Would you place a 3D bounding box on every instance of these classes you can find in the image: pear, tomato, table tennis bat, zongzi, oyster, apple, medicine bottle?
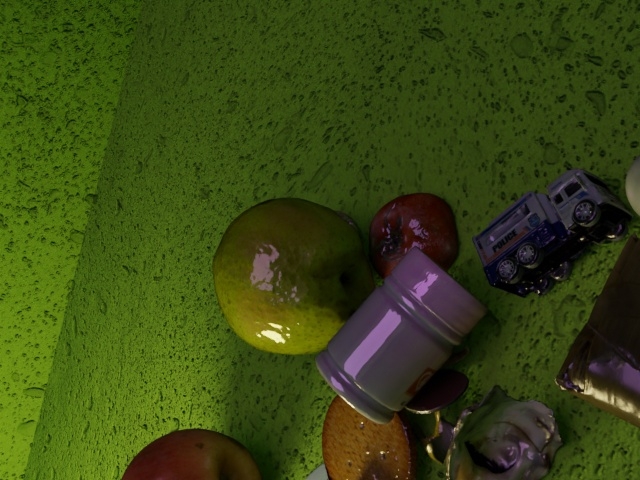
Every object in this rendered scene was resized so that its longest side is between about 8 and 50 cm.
[{"bbox_3d":[-0.052,0.087,1.678,0.391,0.391,0.390,-18,65,43],"label":"pear"},{"bbox_3d":[0.194,-0.003,1.643,0.237,0.095,0.236,-17,66,44],"label":"tomato"},{"bbox_3d":[0.213,0.308,1.525,0.022,0.131,0.234,60,155,-12],"label":"table tennis bat"},{"bbox_3d":[0.557,0.158,1.166,0.274,0.145,0.299,25,90,44],"label":"zongzi"},{"bbox_3d":[0.317,0.390,1.330,0.271,0.275,0.100,-34,14,19],"label":"oyster"},{"bbox_3d":[-0.308,0.643,1.799,0.364,0.364,0.363,-18,65,43],"label":"apple"},{"bbox_3d":[0.162,0.190,1.471,0.316,0.202,0.202,-49,45,7],"label":"medicine bottle"}]

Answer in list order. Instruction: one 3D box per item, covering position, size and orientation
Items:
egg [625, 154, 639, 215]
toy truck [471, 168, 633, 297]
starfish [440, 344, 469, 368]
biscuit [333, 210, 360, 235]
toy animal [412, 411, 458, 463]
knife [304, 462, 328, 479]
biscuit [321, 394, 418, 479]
[{"bbox_3d":[0.600,-0.083,1.181,0.209,0.151,0.151,25,97,48],"label":"egg"},{"bbox_3d":[0.428,-0.022,1.372,0.268,0.124,0.155,-44,44,31],"label":"toy truck"},{"bbox_3d":[0.206,0.224,1.589,0.248,0.050,0.138,-19,63,28],"label":"starfish"},{"bbox_3d":[0.002,-0.004,1.900,0.250,0.032,0.133,-35,53,36],"label":"biscuit"},{"bbox_3d":[0.262,0.402,1.446,0.155,0.219,0.095,35,87,10],"label":"toy animal"},{"bbox_3d":[-0.054,0.660,1.748,0.080,0.044,0.331,28,93,52],"label":"knife"},{"bbox_3d":[0.106,0.461,1.607,0.305,0.038,0.305,-7,82,52],"label":"biscuit"}]
